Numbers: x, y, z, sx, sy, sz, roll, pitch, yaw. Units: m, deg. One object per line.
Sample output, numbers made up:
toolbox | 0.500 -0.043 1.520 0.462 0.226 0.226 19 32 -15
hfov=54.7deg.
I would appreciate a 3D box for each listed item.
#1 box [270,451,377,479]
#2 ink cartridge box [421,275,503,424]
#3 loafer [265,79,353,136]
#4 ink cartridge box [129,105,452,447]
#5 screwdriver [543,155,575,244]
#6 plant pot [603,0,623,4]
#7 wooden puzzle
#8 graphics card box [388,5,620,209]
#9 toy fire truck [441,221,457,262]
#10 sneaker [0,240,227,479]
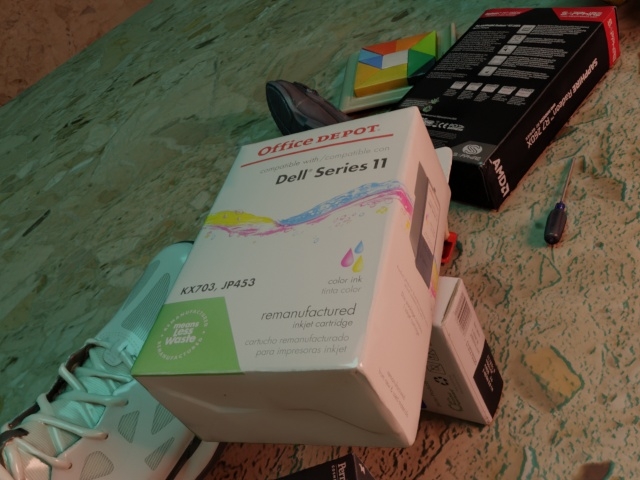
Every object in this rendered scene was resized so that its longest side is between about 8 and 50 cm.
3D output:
box | -0.019 0.341 0.520 0.184 0.103 0.261 -24 38 13
ink cartridge box | 0.003 0.104 0.703 0.371 0.176 0.069 2 48 34
loafer | -0.008 -0.218 1.141 0.095 0.109 0.302 -20 42 -18
ink cartridge box | 0.000 0.000 0.578 0.207 0.119 0.353 -8 44 27
screwdriver | 0.318 -0.055 0.809 0.024 0.025 0.170 0 39 34
plant pot | 0.501 -0.500 0.977 0.212 0.187 0.212 -32 78 26
wooden puzzle | 0.145 -0.337 1.199 0.238 0.044 0.221 -12 42 22
graphics card box | 0.265 -0.221 0.957 0.233 0.094 0.371 20 59 44
toy fire truck | 0.123 -0.071 0.840 0.135 0.047 0.192 8 91 45
sneaker | -0.238 0.190 0.580 0.169 0.257 0.447 15 82 36
